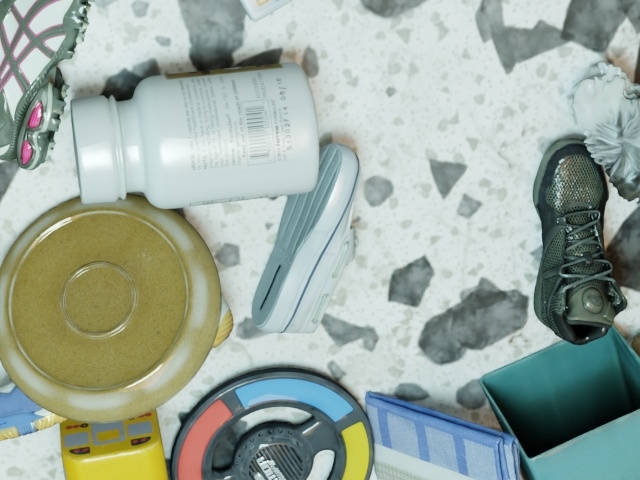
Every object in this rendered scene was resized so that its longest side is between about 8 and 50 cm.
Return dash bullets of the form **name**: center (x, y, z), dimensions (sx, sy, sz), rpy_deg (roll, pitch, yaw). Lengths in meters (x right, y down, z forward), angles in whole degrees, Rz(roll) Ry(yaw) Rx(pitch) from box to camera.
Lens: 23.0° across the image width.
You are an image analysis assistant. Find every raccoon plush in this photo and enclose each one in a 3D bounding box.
- **raccoon plush**: center (0.492, -0.049, 1.713), dimensions (0.216, 0.299, 0.446), rpy_deg (-38, 84, 21)

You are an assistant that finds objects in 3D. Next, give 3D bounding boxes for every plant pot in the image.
- **plant pot**: center (-0.216, 0.061, 1.556), dimensions (0.236, 0.032, 0.236), rpy_deg (-2, 74, 6)
- **plant pot**: center (0.311, 0.252, 1.771), dimensions (0.165, 0.166, 0.234), rpy_deg (-24, 120, -2)

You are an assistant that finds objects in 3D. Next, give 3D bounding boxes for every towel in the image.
- **towel**: center (0.150, 0.312, 1.754), dimensions (0.034, 0.209, 0.285), rpy_deg (-32, 121, -39)

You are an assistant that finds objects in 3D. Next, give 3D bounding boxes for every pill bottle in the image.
- **pill bottle**: center (-0.124, -0.099, 1.536), dimensions (0.229, 0.131, 0.131), rpy_deg (-7, 114, -10)

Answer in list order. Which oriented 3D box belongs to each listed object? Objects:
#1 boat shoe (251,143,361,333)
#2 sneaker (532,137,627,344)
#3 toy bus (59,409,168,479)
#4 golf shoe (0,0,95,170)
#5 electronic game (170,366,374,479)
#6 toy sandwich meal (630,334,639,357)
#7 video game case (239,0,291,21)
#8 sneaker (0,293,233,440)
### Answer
- **boat shoe**: center (0.000, 0.000, 1.645), dimensions (0.076, 0.083, 0.226), rpy_deg (11, 122, -29)
- **sneaker**: center (0.280, 0.010, 1.677), dimensions (0.087, 0.130, 0.227), rpy_deg (-4, 111, -13)
- **toy bus**: center (-0.205, 0.340, 1.706), dimensions (0.108, 0.130, 0.332), rpy_deg (-9, 114, -9)
- **golf shoe**: center (-0.278, -0.201, 1.477), dimensions (0.120, 0.105, 0.273), rpy_deg (16, 108, -11)
- **electronic game**: center (-0.052, 0.244, 1.746), dimensions (0.229, 0.048, 0.229), rpy_deg (-5, 114, -11)
- **toy sandwich meal**: center (0.386, 0.133, 1.779), dimensions (0.085, 0.085, 0.029), rpy_deg (-1, 130, -12)
- **video game case**: center (-0.021, -0.344, 1.514), dimensions (0.212, 0.023, 0.193), rpy_deg (-31, 116, 1)
- **sneaker**: center (-0.242, 0.102, 1.628), dimensions (0.296, 0.112, 0.131), rpy_deg (-27, 95, 1)
